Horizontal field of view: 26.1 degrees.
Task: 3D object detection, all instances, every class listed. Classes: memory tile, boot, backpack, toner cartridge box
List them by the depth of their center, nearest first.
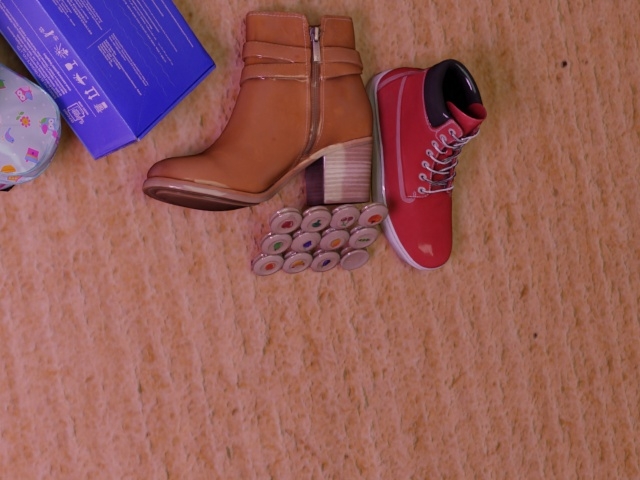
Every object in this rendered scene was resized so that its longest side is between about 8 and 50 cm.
[{"bbox_3d":[-0.349,-0.120,1.363,0.182,0.115,0.152,30,77,-23],"label":"backpack"},{"bbox_3d":[-0.264,-0.270,1.400,0.348,0.075,0.165,56,41,-16],"label":"toner cartridge box"},{"bbox_3d":[-0.067,-0.146,1.520,0.283,0.109,0.220,-3,89,-23],"label":"boot"},{"bbox_3d":[0.000,0.000,1.563,0.148,0.113,0.012,-5,52,-27],"label":"memory tile"},{"bbox_3d":[0.136,-0.082,1.588,0.088,0.176,0.244,-15,98,-29],"label":"boot"}]
